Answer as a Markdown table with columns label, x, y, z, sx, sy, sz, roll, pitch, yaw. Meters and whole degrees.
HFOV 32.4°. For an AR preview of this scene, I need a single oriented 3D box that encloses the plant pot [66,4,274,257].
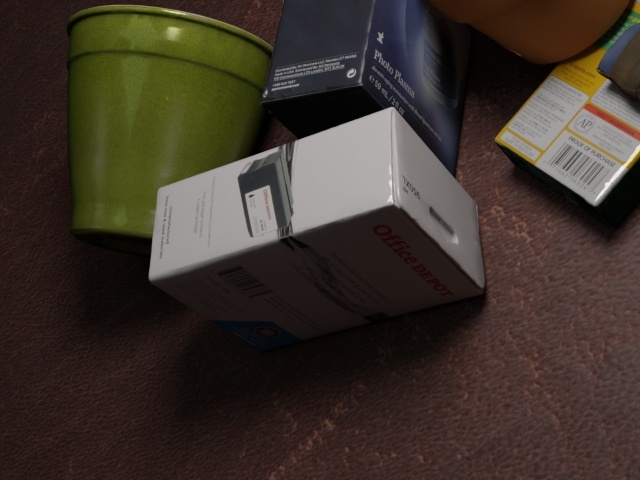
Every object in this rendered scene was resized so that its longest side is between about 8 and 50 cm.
| label | x | y | z | sx | sy | sz | roll | pitch | yaw |
| --- | --- | --- | --- | --- | --- | --- | --- | --- | --- |
| plant pot | -0.267 | -0.155 | 1.834 | 0.366 | 0.366 | 0.353 | 1 | 78 | 34 |

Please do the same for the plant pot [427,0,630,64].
| label | x | y | z | sx | sy | sz | roll | pitch | yaw |
| --- | --- | --- | --- | --- | --- | --- | --- | --- | --- |
| plant pot | 0.309 | -0.390 | 1.560 | 0.291 | 0.203 | 0.291 | -36 | 31 | 26 |

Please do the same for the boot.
| label | x | y | z | sx | sy | sz | roll | pitch | yaw |
| --- | --- | --- | --- | --- | --- | --- | --- | --- | --- |
| boot | 0.459 | -0.282 | 1.446 | 0.106 | 0.082 | 0.219 | 36 | 89 | 38 |

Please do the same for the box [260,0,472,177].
| label | x | y | z | sx | sy | sz | roll | pitch | yaw |
| --- | --- | --- | --- | --- | --- | --- | --- | --- | --- |
| box | 0.083 | -0.272 | 1.661 | 0.182 | 0.296 | 0.294 | -6 | 63 | 32 |

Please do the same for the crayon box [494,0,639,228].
| label | x | y | z | sx | sy | sz | roll | pitch | yaw |
| --- | --- | --- | --- | --- | --- | --- | --- | --- | --- |
| crayon box | 0.427 | -0.200 | 1.532 | 0.323 | 0.083 | 0.203 | -50 | 49 | 2 |

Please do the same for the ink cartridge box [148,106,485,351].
| label | x | y | z | sx | sy | sz | roll | pitch | yaw |
| --- | --- | --- | --- | --- | --- | --- | --- | --- | --- |
| ink cartridge box | 0.000 | 0.000 | 1.577 | 0.394 | 0.285 | 0.166 | -16 | 56 | 26 |
